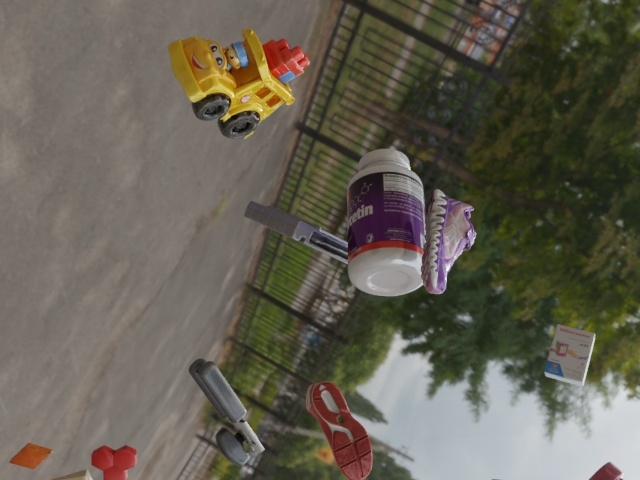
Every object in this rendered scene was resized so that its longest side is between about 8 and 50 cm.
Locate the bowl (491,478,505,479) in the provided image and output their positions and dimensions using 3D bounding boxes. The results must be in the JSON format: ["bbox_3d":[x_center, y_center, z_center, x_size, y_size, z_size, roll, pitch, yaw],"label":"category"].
[{"bbox_3d":[0.538,0.695,1.891,0.170,0.170,0.080,106,-4,-70],"label":"bowl"}]

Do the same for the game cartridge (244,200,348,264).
[{"bbox_3d":[0.000,0.000,1.793,0.355,0.230,0.068,26,93,-41],"label":"game cartridge"}]

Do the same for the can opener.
[{"bbox_3d":[-0.221,0.398,1.608,0.076,0.283,0.095,4,-140,47],"label":"can opener"}]

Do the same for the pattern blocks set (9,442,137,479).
[{"bbox_3d":[-0.481,0.494,1.291,0.026,0.325,0.285,-95,-178,-73],"label":"pattern blocks set"}]

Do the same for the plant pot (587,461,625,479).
[{"bbox_3d":[0.868,0.794,2.102,0.201,0.180,0.201,-29,142,-26],"label":"plant pot"}]

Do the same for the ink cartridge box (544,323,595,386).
[{"bbox_3d":[0.584,0.267,1.659,0.122,0.089,0.052,-69,153,-17],"label":"ink cartridge box"}]

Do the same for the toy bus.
[{"bbox_3d":[-0.135,-0.307,1.283,0.212,0.149,0.220,-27,161,16],"label":"toy bus"}]

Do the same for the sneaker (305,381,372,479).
[{"bbox_3d":[0.037,0.401,1.525,0.087,0.221,0.128,-20,180,-14],"label":"sneaker"}]

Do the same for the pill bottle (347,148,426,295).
[{"bbox_3d":[0.151,-0.047,1.628,0.181,0.182,0.322,112,-18,-56],"label":"pill bottle"}]

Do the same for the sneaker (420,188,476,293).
[{"bbox_3d":[0.266,0.004,1.449,0.095,0.105,0.236,105,-3,-59],"label":"sneaker"}]
